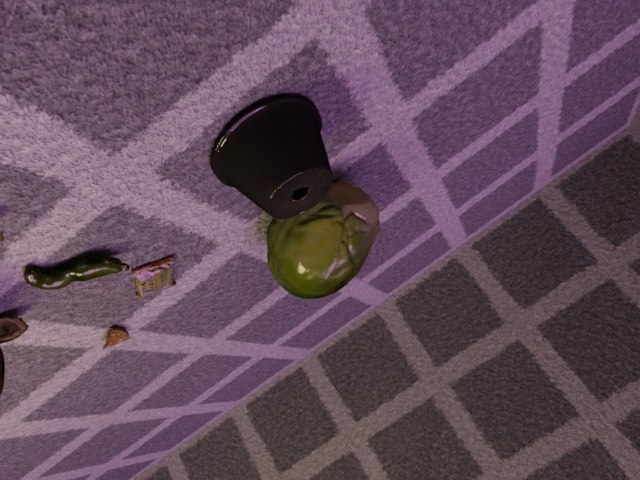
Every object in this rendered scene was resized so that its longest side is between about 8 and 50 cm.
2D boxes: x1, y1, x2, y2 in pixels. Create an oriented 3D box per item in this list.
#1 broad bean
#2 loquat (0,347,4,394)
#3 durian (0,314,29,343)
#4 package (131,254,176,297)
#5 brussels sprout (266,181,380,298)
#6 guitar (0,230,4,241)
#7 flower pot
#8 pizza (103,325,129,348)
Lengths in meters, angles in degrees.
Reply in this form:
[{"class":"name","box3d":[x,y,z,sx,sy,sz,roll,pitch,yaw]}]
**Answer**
[{"class":"broad bean","box3d":[-0.517,0.065,1.166,0.214,0.048,0.070,-10,149,-38]},{"class":"loquat","box3d":[-0.738,0.261,1.012,0.263,0.263,0.263,-28,157,-13]},{"class":"durian","box3d":[-0.699,0.204,1.187,0.131,0.066,0.052,-19,155,-9]},{"class":"package","box3d":[-0.419,0.093,1.378,0.108,0.031,0.120,-22,150,-27]},{"class":"brussels sprout","box3d":[0.000,0.000,1.476,0.344,0.268,0.344,-50,164,-20]},{"class":"guitar","box3d":[-0.668,0.035,0.912,0.271,0.038,0.083,-26,158,-9]},{"class":"flower pot","box3d":[-0.079,-0.154,1.155,0.269,0.166,0.269,-28,159,-12]},{"class":"pizza","box3d":[-0.583,0.270,1.526,0.078,0.025,0.083,-36,151,-5]}]
